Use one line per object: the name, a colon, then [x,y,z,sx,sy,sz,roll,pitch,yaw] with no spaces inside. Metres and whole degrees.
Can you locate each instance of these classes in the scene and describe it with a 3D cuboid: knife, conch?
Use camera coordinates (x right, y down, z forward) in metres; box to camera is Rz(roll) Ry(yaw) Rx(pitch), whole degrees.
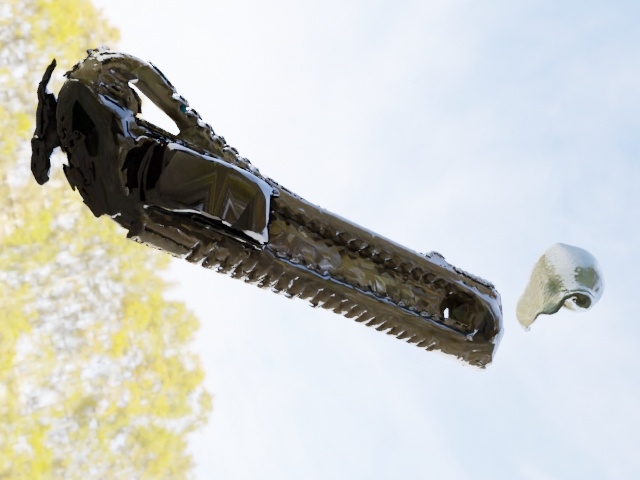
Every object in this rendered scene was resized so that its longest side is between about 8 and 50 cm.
knife: [0.004,0.000,0.535,0.043,0.365,0.089,1,-109,49]
conch: [0.215,0.039,0.854,0.180,0.088,0.065,-56,123,-73]
